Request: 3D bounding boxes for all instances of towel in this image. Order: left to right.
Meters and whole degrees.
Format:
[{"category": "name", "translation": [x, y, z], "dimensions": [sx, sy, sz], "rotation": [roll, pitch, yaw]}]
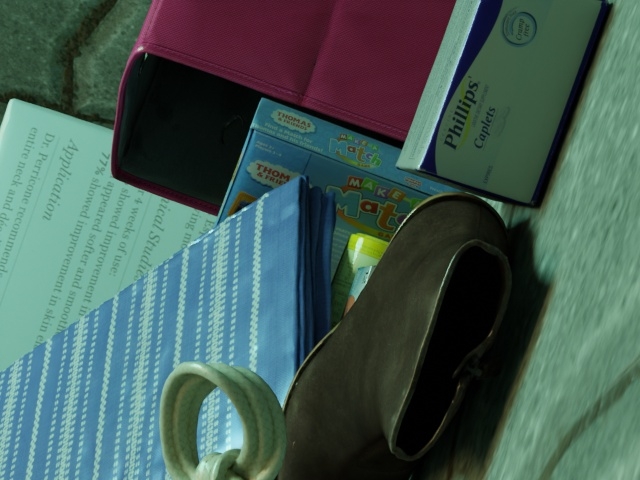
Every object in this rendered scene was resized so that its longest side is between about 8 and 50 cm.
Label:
[{"category": "towel", "translation": [-0.121, 0.114, 1.358], "dimensions": [0.336, 0.040, 0.243], "rotation": [-32, 35, 27]}]

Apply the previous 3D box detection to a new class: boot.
[{"category": "boot", "translation": [0.034, 0.091, 1.089], "dimensions": [0.207, 0.090, 0.248], "rotation": [-83, 17, -80]}]

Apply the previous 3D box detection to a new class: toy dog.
[{"category": "toy dog", "translation": [-0.129, 0.233, 1.125], "dimensions": [0.161, 0.220, 0.333], "rotation": [-22, -14, -46]}]

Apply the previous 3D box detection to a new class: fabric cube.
[{"category": "fabric cube", "translation": [-0.001, -0.165, 1.556], "dimensions": [0.254, 0.259, 0.258], "rotation": [117, 172, -68]}]

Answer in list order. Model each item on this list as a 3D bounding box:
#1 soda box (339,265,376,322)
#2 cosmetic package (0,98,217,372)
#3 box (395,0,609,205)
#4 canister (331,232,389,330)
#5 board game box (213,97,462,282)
[{"category": "soda box", "translation": [0.028, 0.110, 1.270], "dimensions": [0.058, 0.063, 0.183], "rotation": [162, 127, -81]}, {"category": "cosmetic package", "translation": [-0.208, 0.084, 2.159], "dimensions": [0.327, 0.393, 0.329], "rotation": [132, 157, -78]}, {"category": "box", "translation": [0.103, -0.089, 1.142], "dimensions": [0.137, 0.072, 0.126], "rotation": [-132, 62, -86]}, {"category": "canister", "translation": [0.022, 0.085, 1.363], "dimensions": [0.126, 0.073, 0.170], "rotation": [70, -140, -86]}, {"category": "board game box", "translation": [0.000, 0.000, 1.467], "dimensions": [0.211, 0.160, 0.039], "rotation": [115, 174, -49]}]
